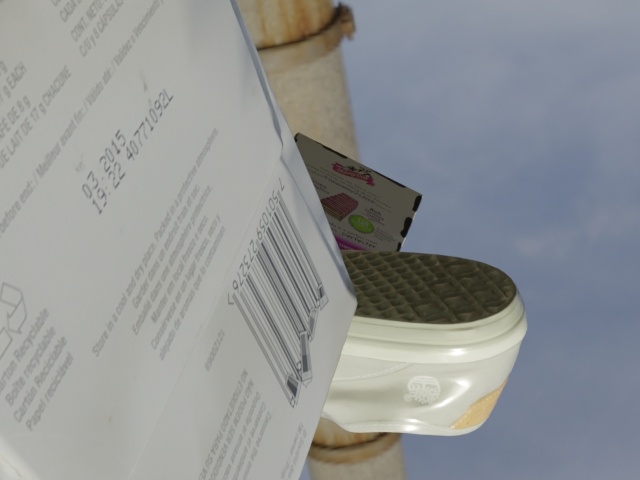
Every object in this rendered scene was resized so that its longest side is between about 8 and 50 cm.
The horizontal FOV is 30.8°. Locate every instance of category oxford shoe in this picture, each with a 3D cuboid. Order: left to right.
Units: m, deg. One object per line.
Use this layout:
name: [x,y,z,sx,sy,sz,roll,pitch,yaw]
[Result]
oxford shoe: [-0.046,0.074,0.965,0.450,0.130,0.169,8,-150,28]

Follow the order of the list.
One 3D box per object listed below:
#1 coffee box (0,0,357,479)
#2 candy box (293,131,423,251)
coffee box: [-0.218,0.032,0.618,0.335,0.338,0.337,-5,-141,24]
candy box: [0.000,0.000,1.202,0.159,0.071,0.233,27,-142,1]
